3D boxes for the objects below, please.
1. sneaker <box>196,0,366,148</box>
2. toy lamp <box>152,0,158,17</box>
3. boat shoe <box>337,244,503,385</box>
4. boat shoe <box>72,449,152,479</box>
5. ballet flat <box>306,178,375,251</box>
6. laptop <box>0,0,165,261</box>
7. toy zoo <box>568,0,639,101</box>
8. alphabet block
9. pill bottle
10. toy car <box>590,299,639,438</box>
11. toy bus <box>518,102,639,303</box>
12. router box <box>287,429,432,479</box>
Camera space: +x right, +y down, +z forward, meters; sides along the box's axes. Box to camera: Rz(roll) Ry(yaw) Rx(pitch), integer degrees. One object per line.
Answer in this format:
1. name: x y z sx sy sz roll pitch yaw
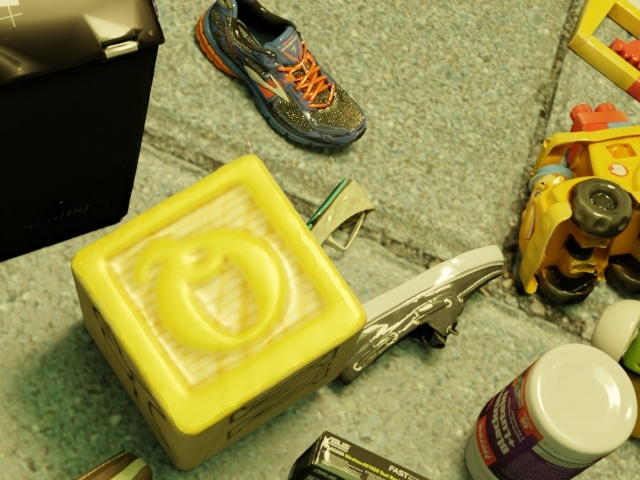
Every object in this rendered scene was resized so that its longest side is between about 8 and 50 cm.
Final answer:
1. sneaker: -0.040 -0.183 1.510 0.221 0.087 0.083 39 59 3
2. toy lamp: -0.288 -0.189 1.434 0.275 0.080 0.080 -29 77 -28
3. boat shoe: 0.101 0.078 1.436 0.228 0.080 0.076 -24 81 -27
4. boat shoe: -0.264 0.249 1.215 0.257 0.095 0.095 -36 74 -30
5. ballet flat: 0.000 0.000 1.453 0.052 0.057 0.168 46 59 -5
6. laptop: -0.358 -0.160 1.215 0.382 0.236 0.408 -20 97 -27
7. toy zoo: 0.429 -0.240 1.735 0.293 0.030 0.192 37 59 1
8. alphabet block: -0.094 0.071 1.278 0.193 0.197 0.192 -33 79 -15
9. pill bottle: 0.210 0.181 1.353 0.108 0.193 0.108 8 62 -15
10. toy car: 0.354 0.120 1.446 0.159 0.182 0.136 26 53 12
11. toy bus: 0.301 -0.058 1.544 0.220 0.149 0.211 -8 54 -20
12. router box: 0.038 0.231 1.327 0.122 0.092 0.038 25 59 -5
